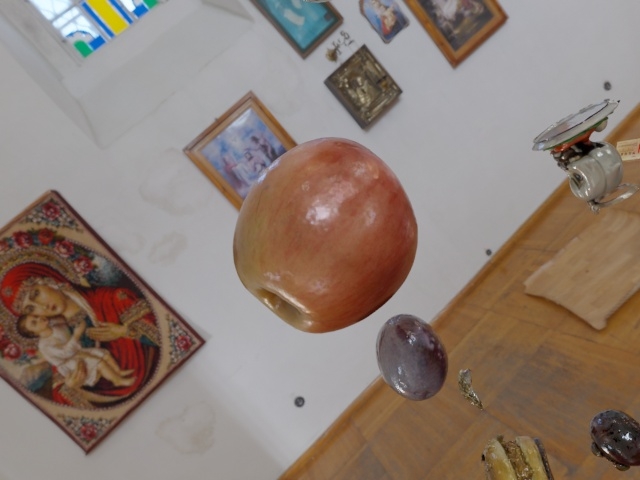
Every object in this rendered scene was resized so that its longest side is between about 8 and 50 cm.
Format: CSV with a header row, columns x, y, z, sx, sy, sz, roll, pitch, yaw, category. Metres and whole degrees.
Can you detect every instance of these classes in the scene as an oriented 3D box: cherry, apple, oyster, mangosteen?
x,y,z,sx,sy,sz,roll,pitch,yaw,category
0.238,0.306,1.150,0.183,0.266,0.213,-31,40,-5,cherry
0.000,0.000,0.858,0.363,0.364,0.364,-39,10,8,apple
0.328,0.331,0.959,0.034,0.093,0.051,-32,-26,33,oyster
0.806,0.542,1.183,0.152,0.152,0.152,-39,10,8,mangosteen

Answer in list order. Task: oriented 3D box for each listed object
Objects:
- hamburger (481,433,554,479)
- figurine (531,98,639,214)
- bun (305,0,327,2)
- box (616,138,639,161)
x,y,z,sx,sy,sz,roll,pitch,yaw,category
0.368,0.464,0.794,0.117,0.191,0.182,-17,8,15,hamburger
0.426,-0.122,0.677,0.132,0.154,0.132,-34,6,4,figurine
-0.003,-0.568,0.745,0.287,0.287,0.146,-33,30,37,bun
0.847,-0.243,1.171,0.093,0.015,0.058,1,79,60,box
